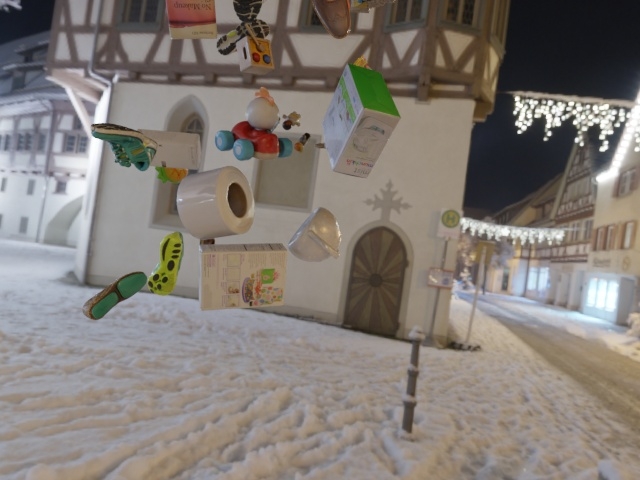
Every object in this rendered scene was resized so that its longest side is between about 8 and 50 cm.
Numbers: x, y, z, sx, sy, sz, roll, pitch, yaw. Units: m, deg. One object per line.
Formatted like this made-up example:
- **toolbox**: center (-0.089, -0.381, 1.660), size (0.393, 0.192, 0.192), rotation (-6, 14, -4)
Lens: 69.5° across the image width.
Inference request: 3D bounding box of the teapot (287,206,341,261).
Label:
- **teapot**: center (0.000, 0.000, 1.893), size (0.187, 0.256, 0.252), rotation (40, -43, -7)

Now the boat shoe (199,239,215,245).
- **boat shoe**: center (-0.504, 0.014, 2.066), size (0.060, 0.064, 0.178), rotation (8, -16, -8)

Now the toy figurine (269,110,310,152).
- **toy figurine**: center (-0.179, -0.547, 2.397), size (0.210, 0.213, 0.148), rotation (-2, 38, 34)

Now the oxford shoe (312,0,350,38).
- **oxford shoe**: center (0.022, -0.900, 1.652), size (0.130, 0.363, 0.132), rotation (-20, 32, 9)

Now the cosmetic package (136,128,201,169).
- **cosmetic package**: center (-0.572, -0.341, 1.729), size (0.231, 0.085, 0.117), rotation (4, -46, -2)

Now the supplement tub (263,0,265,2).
- **supplement tub**: center (-0.222, -1.000, 1.829), size (0.071, 0.107, 0.071), rotation (30, -20, 13)

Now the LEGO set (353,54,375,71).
- **LEGO set**: center (0.174, -0.688, 1.934), size (0.107, 0.132, 0.287), rotation (38, 27, -15)

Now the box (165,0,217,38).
- **box**: center (-0.407, -0.757, 1.431), size (0.149, 0.232, 0.126), rotation (-8, 34, -14)

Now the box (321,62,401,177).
- **box**: center (0.109, -0.365, 1.408), size (0.127, 0.261, 0.231), rotation (8, -46, -20)

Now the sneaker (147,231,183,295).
- **sneaker**: center (-0.598, 0.096, 1.833), size (0.110, 0.295, 0.123), rotation (24, 23, -6)

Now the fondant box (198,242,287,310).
- **fondant box**: center (-0.304, 0.139, 1.802), size (0.331, 0.238, 0.096), rotation (0, 19, -18)

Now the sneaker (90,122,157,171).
- **sneaker**: center (-0.564, -0.269, 1.346), size (0.107, 0.109, 0.275), rotation (16, -2, 10)

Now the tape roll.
- **tape roll**: center (-0.367, -0.132, 1.649), size (0.169, 0.246, 0.246), rotation (-8, -8, 23)

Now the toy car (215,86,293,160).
- **toy car**: center (-0.218, -0.414, 1.598), size (0.219, 0.237, 0.210), rotation (-13, 34, -44)

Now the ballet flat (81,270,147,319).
- **ballet flat**: center (-0.588, 0.148, 1.307), size (0.067, 0.073, 0.206), rotation (3, 27, 28)

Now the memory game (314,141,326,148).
- **memory game**: center (0.065, -0.401, 1.934), size (0.186, 0.012, 0.186), rotation (-2, 18, 1)

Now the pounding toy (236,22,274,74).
- **pounding toy**: center (-0.244, -0.709, 1.716), size (0.100, 0.141, 0.130), rotation (-5, 5, 45)

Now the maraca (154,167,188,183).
- **maraca**: center (-0.704, -0.332, 2.184), size (0.099, 0.127, 0.186), rotation (-9, 10, 32)

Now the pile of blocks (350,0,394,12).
- **pile of blocks**: center (0.252, -1.064, 1.919), size (0.149, 0.112, 0.362), rotation (10, -2, -43)

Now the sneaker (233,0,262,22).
- **sneaker**: center (-0.254, -0.952, 1.689), size (0.110, 0.282, 0.122), rotation (9, 33, -1)

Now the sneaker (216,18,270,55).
- **sneaker**: center (-0.358, -0.958, 2.163), size (0.279, 0.107, 0.118), rotation (-13, 20, 20)
